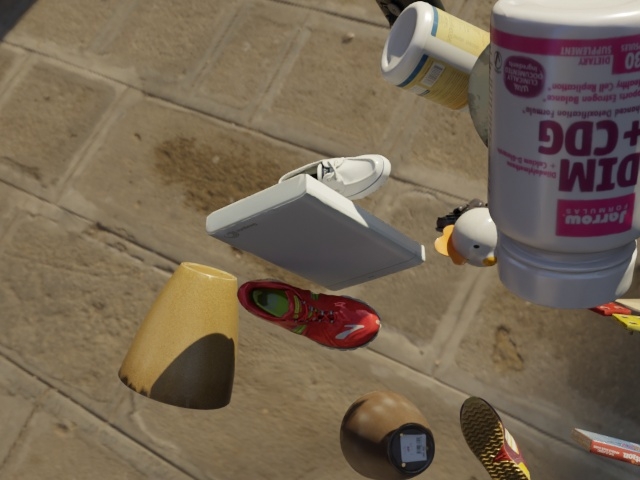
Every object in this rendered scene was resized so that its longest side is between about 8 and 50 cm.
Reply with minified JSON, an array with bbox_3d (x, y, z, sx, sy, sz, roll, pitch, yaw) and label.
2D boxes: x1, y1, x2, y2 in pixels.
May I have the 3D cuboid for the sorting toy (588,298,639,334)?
[{"bbox_3d":[0.479,0.119,0.957,0.132,0.274,0.046,-151,66,-62],"label":"sorting toy"}]

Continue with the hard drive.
[{"bbox_3d":[0.000,0.000,1.308,0.233,0.353,0.047,-20,58,34],"label":"hard drive"}]

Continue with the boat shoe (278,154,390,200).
[{"bbox_3d":[0.025,-0.133,1.539,0.258,0.084,0.095,-17,65,31],"label":"boat shoe"}]

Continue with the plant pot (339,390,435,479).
[{"bbox_3d":[0.175,0.464,1.642,0.215,0.230,0.215,2,82,-12],"label":"plant pot"}]

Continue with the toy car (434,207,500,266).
[{"bbox_3d":[0.337,0.004,1.329,0.238,0.219,0.210,-16,48,8],"label":"toy car"}]

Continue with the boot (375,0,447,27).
[{"bbox_3d":[0.275,-0.535,1.671,0.146,0.445,0.367,-44,33,-20],"label":"boot"}]

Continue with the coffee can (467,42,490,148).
[{"bbox_3d":[0.343,-0.229,0.929,0.201,0.201,0.275,26,46,26],"label":"coffee can"}]

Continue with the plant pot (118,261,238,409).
[{"bbox_3d":[-0.265,0.181,1.465,0.237,0.237,0.254,18,93,24],"label":"plant pot"}]

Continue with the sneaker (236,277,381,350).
[{"bbox_3d":[-0.028,0.137,1.318,0.279,0.118,0.107,12,84,13],"label":"sneaker"}]

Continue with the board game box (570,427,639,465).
[{"bbox_3d":[0.594,0.416,1.423,0.145,0.281,0.027,11,83,14],"label":"board game box"}]

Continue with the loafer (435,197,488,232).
[{"bbox_3d":[0.423,-0.078,1.888,0.109,0.302,0.095,10,105,57],"label":"loafer"}]

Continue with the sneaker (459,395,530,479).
[{"bbox_3d":[0.284,0.333,1.177,0.069,0.084,0.185,-26,95,13],"label":"sneaker"}]

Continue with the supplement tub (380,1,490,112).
[{"bbox_3d":[0.219,-0.306,1.223,0.200,0.144,0.144,19,70,-19],"label":"supplement tub"}]

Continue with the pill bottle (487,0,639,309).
[{"bbox_3d":[0.242,-0.087,0.682,0.160,0.283,0.160,-5,28,3],"label":"pill bottle"}]
